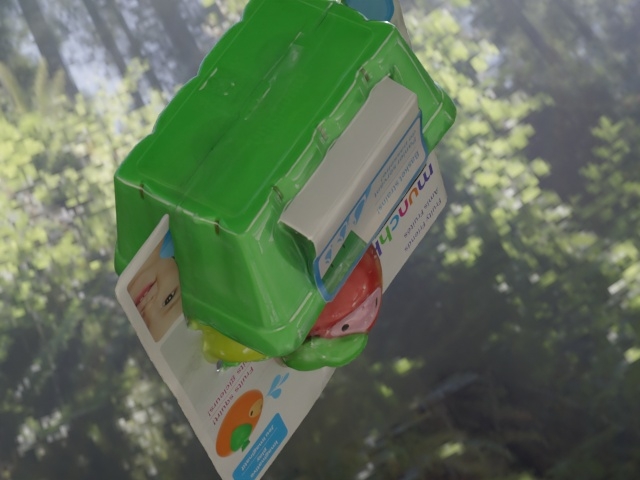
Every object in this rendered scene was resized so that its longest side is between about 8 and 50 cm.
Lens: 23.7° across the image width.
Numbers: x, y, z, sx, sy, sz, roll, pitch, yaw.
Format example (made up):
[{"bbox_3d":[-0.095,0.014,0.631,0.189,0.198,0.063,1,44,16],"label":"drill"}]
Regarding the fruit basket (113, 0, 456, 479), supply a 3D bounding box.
[{"bbox_3d":[0.000,0.000,1.109,0.327,0.165,0.353,-54,-33,-22],"label":"fruit basket"}]
